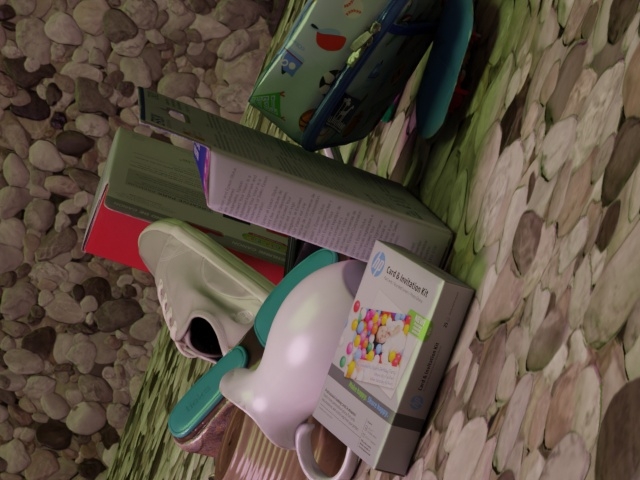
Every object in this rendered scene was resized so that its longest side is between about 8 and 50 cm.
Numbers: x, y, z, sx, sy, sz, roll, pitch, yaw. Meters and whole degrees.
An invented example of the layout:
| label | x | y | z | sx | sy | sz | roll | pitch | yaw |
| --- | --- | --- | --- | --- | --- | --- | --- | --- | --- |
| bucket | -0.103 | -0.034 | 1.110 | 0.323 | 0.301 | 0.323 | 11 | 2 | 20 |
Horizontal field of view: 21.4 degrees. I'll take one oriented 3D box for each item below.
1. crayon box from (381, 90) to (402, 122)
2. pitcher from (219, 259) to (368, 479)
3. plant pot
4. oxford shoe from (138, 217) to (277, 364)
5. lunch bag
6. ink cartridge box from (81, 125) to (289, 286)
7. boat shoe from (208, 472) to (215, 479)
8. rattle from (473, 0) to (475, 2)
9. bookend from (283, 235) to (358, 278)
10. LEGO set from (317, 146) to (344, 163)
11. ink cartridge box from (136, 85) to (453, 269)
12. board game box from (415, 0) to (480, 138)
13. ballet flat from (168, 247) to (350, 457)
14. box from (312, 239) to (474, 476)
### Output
| label | x | y | z | sx | sy | sz | roll | pitch | yaw |
| --- | --- | --- | --- | --- | --- | --- | --- | --- | --- |
| crayon box | 0.067 | -0.267 | 2.271 | 0.278 | 0.081 | 0.165 | -112 | 42 | -75 |
| pitcher | 0.012 | 0.137 | 1.734 | 0.125 | 0.178 | 0.207 | -15 | -30 | -54 |
| plant pot | -0.050 | 0.237 | 1.893 | 0.237 | 0.110 | 0.237 | -162 | 90 | -80 |
| oxford shoe | -0.154 | 0.085 | 2.229 | 0.130 | 0.169 | 0.449 | -41 | 31 | -12 |
| lunch bag | 0.048 | -0.224 | 1.918 | 0.243 | 0.115 | 0.303 | -54 | -7 | 16 |
| ink cartridge box | -0.188 | -0.017 | 2.541 | 0.272 | 0.309 | 0.130 | -89 | 20 | -62 |
| boat shoe | -0.132 | 0.333 | 2.341 | 0.056 | 0.049 | 0.152 | 130 | 157 | -64 |
| rattle | 0.141 | -0.384 | 1.935 | 0.130 | 0.143 | 0.199 | -9 | 54 | 58 |
| bookend | 0.016 | -0.026 | 2.126 | 0.156 | 0.072 | 0.157 | -83 | 16 | -52 |
| LEGO set | 0.003 | -0.161 | 2.248 | 0.244 | 0.060 | 0.182 | -65 | -43 | -75 |
| ink cartridge box | -0.047 | -0.062 | 1.785 | 0.324 | 0.330 | 0.071 | -119 | 48 | -78 |
| board game box | 0.147 | -0.188 | 1.830 | 0.133 | 0.033 | 0.168 | -116 | 40 | -69 |
| ballet flat | -0.049 | 0.139 | 2.009 | 0.316 | 0.106 | 0.107 | -46 | 31 | 16 |
| box | 0.066 | 0.107 | 1.587 | 0.145 | 0.038 | 0.186 | 34 | 104 | 61 |
